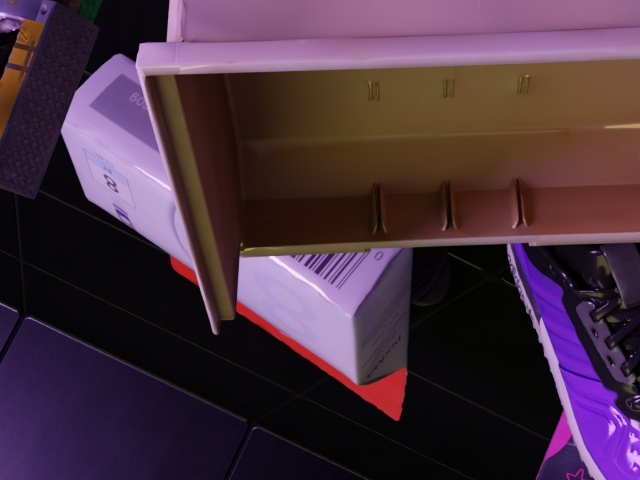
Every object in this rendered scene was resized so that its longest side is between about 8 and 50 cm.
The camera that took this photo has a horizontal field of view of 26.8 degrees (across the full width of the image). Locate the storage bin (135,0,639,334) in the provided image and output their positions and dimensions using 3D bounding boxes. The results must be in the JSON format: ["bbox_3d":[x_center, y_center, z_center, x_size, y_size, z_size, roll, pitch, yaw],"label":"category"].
[{"bbox_3d":[0.066,-0.057,0.647,0.262,0.123,0.260,-3,150,2],"label":"storage bin"}]

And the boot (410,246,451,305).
[{"bbox_3d":[0.002,-0.001,1.233,0.189,0.076,0.208,44,152,-13],"label":"boot"}]

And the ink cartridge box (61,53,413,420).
[{"bbox_3d":[-0.067,0.038,1.218,0.308,0.091,0.385,33,156,18],"label":"ink cartridge box"}]

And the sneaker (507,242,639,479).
[{"bbox_3d":[0.196,0.055,0.864,0.146,0.102,0.293,77,169,-59],"label":"sneaker"}]

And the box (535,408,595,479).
[{"bbox_3d":[0.258,0.163,1.062,0.142,0.247,0.163,22,164,12],"label":"box"}]

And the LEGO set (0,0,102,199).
[{"bbox_3d":[-0.222,-0.175,0.661,0.192,0.331,0.255,17,-178,30],"label":"LEGO set"}]
